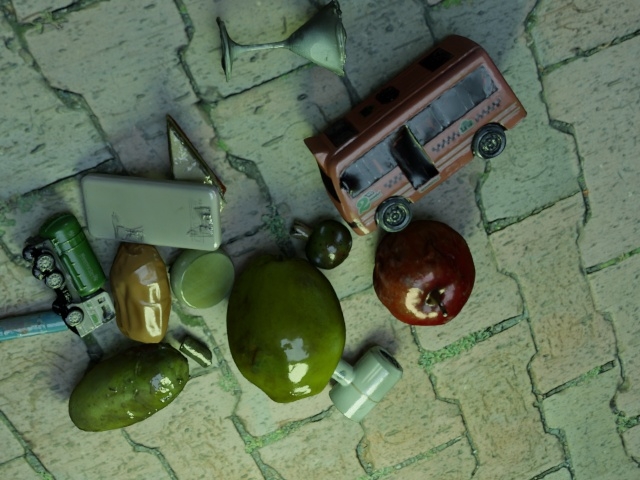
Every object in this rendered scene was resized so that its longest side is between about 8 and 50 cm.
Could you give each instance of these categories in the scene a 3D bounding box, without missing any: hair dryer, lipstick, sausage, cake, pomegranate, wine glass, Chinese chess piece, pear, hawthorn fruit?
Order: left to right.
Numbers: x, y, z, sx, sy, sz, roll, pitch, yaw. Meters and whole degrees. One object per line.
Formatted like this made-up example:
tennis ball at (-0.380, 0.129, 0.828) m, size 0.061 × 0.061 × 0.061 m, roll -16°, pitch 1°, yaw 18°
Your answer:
lipstick at (-0.617, 0.181, 1.780) m, size 0.158 × 0.048 × 0.048 m, roll -9°, pitch 119°, yaw -11°
sausage at (-0.377, 0.112, 1.771) m, size 0.120 × 0.136 × 0.241 m, roll -11°, pitch 124°, yaw -19°
cake at (-0.246, -0.143, 1.698) m, size 0.117 × 0.086 × 0.220 m, roll -6°, pitch 118°, yaw -13°
Chinese chess piece at (-0.254, 0.076, 1.808) m, size 0.144 × 0.058 × 0.144 m, roll -17°, pitch 121°, yaw -31°
wine glass at (-0.076, -0.374, 1.603) m, size 0.232 × 0.156 × 0.156 m, roll -8°, pitch 119°, yaw -7°
pear at (-0.077, 0.187, 1.815) m, size 0.269 × 0.269 × 0.321 m, roll -6°, pitch 93°, yaw -13°
pomegranate at (0.000, 0.000, 1.841) m, size 0.142 × 0.114 × 0.114 m, roll 27°, pitch 108°, yaw -3°
hair dryer at (0.020, 0.277, 2.002) m, size 0.357 × 0.107 × 0.173 m, roll 37°, pitch 99°, yaw -23°
hawthorn fruit at (0.233, 0.092, 1.858) m, size 0.242 × 0.271 × 0.242 m, roll -4°, pitch 124°, yaw -6°

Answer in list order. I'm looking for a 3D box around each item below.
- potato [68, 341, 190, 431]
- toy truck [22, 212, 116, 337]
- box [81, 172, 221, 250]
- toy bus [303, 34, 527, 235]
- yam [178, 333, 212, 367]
potato at (-0.426, 0.325, 1.862) m, size 0.298 × 0.141 × 0.176 m, roll -24°, pitch 124°, yaw 11°
toy truck at (-0.509, 0.069, 1.715) m, size 0.125 × 0.101 × 0.242 m, roll -32°, pitch 117°, yaw -26°
box at (-0.338, -0.056, 1.679) m, size 0.285 × 0.044 × 0.142 m, roll 6°, pitch 120°, yaw 11°
toy bus at (0.186, -0.215, 1.726) m, size 0.427 × 0.203 × 0.233 m, roll -37°, pitch 116°, yaw 3°
yam at (-0.285, 0.252, 1.921) m, size 0.043 × 0.043 × 0.094 m, roll -45°, pitch 118°, yaw 9°
